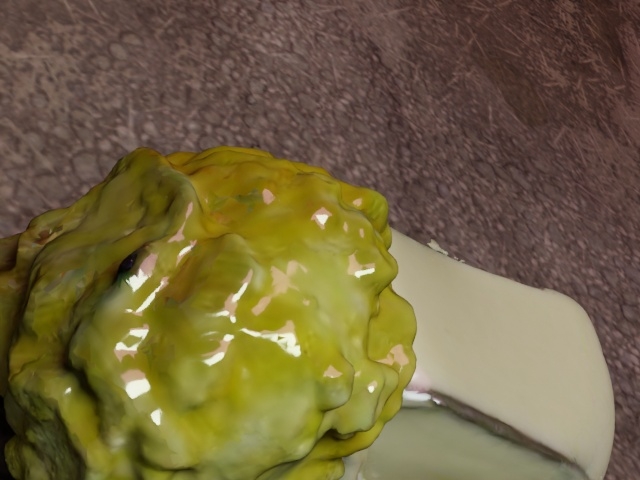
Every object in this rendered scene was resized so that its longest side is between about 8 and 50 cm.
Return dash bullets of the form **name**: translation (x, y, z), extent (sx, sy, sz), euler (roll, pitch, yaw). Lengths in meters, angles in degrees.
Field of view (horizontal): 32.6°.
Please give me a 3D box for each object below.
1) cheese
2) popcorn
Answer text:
- **cheese**: translation (0.084, 0.088, 0.766), extent (0.266, 0.127, 0.233), euler (26, 38, -25)
- **popcorn**: translation (-0.081, 0.042, 0.596), extent (0.266, 0.192, 0.233), euler (1, 55, 8)
